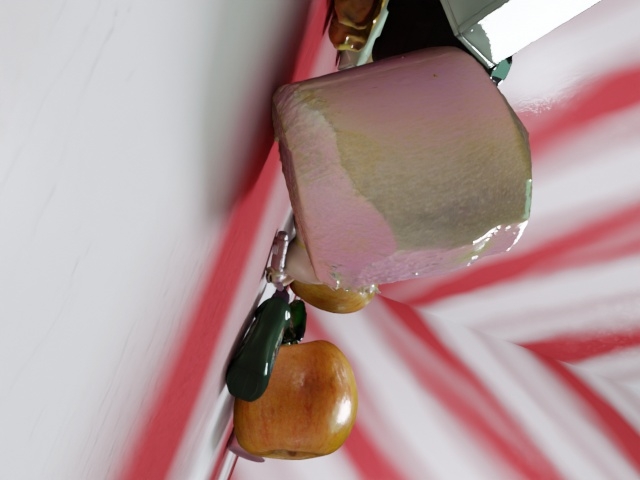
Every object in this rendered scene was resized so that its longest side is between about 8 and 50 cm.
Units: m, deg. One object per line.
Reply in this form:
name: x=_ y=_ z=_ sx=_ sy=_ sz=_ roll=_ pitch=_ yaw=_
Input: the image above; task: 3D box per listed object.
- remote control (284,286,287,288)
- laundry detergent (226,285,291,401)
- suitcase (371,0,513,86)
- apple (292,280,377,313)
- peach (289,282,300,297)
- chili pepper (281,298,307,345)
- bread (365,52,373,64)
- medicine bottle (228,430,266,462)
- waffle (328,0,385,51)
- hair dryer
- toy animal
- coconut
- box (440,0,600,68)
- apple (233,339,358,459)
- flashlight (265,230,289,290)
remote control: x=-0.097 y=0.119 z=1.302 sx=0.053 sy=0.017 sz=0.124 roll=107 pitch=4 yaw=-45
laundry detergent: x=-0.107 y=0.184 z=0.888 sx=0.222 sy=0.078 sz=0.144 roll=-71 pitch=-179 yaw=-48
suitcase: x=0.172 y=-0.325 z=0.519 sx=0.206 sy=0.066 sz=0.286 roll=42 pitch=-64 yaw=56
apple: x=0.033 y=0.070 z=1.278 sx=0.264 sy=0.264 sz=0.264 roll=20 pitch=90 yaw=-88
peach: x=-0.037 y=0.118 z=1.453 sx=0.138 sy=0.138 sz=0.138 roll=20 pitch=90 yaw=-88
chili pepper: x=-0.113 y=0.286 z=1.496 sx=0.264 sy=0.116 sz=0.148 roll=107 pitch=-8 yaw=-61
bread: x=0.094 y=-0.375 z=1.039 sx=0.139 sy=0.060 sz=0.178 roll=90 pitch=21 yaw=-81
medicine bottle: x=-0.190 y=0.560 z=1.484 sx=0.133 sy=0.133 sz=0.250 roll=108 pitch=2 yaw=-50
waffle: x=0.082 y=-0.387 z=0.579 sx=0.309 sy=0.065 sz=0.283 roll=105 pitch=4 yaw=-52
hair dryer: x=0.125 y=-0.366 z=0.716 sx=0.237 sy=0.075 sz=0.206 roll=21 pitch=-94 yaw=62
toy animal: x=-0.002 y=0.001 z=1.014 sx=0.165 sy=0.149 sz=0.248 roll=-44 pitch=166 yaw=-47
coconut: x=0.089 y=-0.072 z=0.469 sx=0.233 sy=0.245 sz=0.233 roll=167 pitch=-90 yaw=-82
box: x=0.153 y=-0.288 z=0.397 sx=0.086 sy=0.129 sz=0.225 roll=4 pitch=67 yaw=-51
apple: x=-0.057 y=0.375 z=1.114 sx=0.299 sy=0.299 sz=0.275 roll=106 pitch=-14 yaw=-63
flashlight: x=-0.078 y=0.035 z=0.831 sx=0.031 sy=0.052 sz=0.110 roll=-11 pitch=121 yaw=-45
